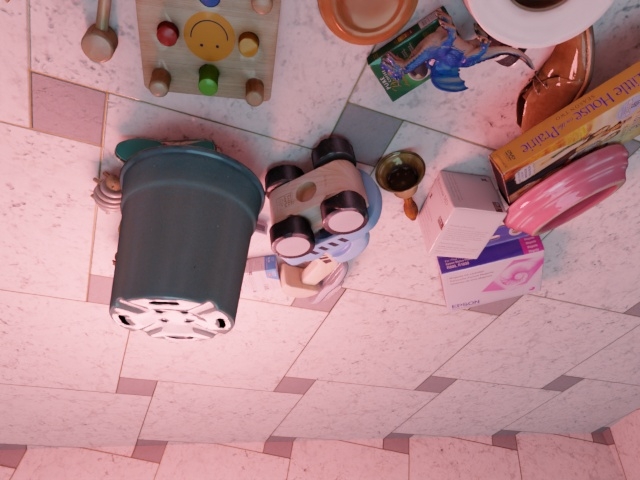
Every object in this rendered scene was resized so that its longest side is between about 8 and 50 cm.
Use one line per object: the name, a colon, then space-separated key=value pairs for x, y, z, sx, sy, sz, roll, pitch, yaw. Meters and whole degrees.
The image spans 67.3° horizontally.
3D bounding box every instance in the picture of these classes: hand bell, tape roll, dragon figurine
hand bell: x=0.233 y=-0.117 z=1.284 sx=0.126 sy=0.126 sz=0.242 roll=-17 pitch=148 yaw=11
tape roll: x=0.358 y=-0.463 z=0.801 sx=0.246 sy=0.169 sz=0.246 roll=5 pitch=122 yaw=8
dragon figurine: x=0.263 y=-0.355 z=0.957 sx=0.289 sy=0.085 sz=0.144 roll=10 pitch=136 yaw=-15

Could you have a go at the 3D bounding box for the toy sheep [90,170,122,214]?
toy sheep: x=-0.518 y=-0.112 z=1.188 sx=0.091 sy=0.091 sz=0.132 roll=12 pitch=140 yaw=-20

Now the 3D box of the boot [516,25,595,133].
boot: x=0.508 y=-0.348 z=1.050 sx=0.115 sy=0.112 sz=0.305 roll=-4 pitch=141 yaw=7

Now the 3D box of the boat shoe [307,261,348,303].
boat shoe: x=0.035 y=0.125 z=1.537 sx=0.076 sy=0.083 sz=0.226 roll=0 pitch=148 yaw=-36

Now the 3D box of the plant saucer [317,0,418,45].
plant saucer: x=0.094 y=-0.465 z=0.914 sx=0.200 sy=0.037 sz=0.200 roll=-4 pitch=138 yaw=-4

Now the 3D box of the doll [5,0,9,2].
doll: x=-0.609 y=-0.481 z=0.797 sx=0.189 sy=0.046 sz=0.129 roll=31 pitch=125 yaw=-34

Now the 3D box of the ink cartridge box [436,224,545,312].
ink cartridge box: x=0.553 y=0.093 z=1.566 sx=0.324 sy=0.071 sz=0.330 roll=-15 pitch=139 yaw=10

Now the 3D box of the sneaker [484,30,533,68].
sneaker: x=0.396 y=-0.446 z=0.941 sx=0.121 sy=0.079 sz=0.217 roll=10 pitch=136 yaw=-19

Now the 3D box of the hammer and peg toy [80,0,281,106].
hammer and peg toy: x=-0.259 y=-0.391 z=0.880 sx=0.361 sy=0.127 sz=0.266 roll=4 pitch=137 yaw=-11

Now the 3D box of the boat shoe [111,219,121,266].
boat shoe: x=-0.527 y=0.049 z=1.357 sx=0.104 sy=0.110 sz=0.307 roll=13 pitch=124 yaw=-16

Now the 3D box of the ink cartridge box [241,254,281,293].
ink cartridge box: x=-0.217 y=0.109 z=1.485 sx=0.180 sy=0.060 sz=0.104 roll=-8 pitch=139 yaw=1

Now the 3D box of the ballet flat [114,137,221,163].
ballet flat: x=-0.352 y=-0.192 z=1.128 sx=0.241 sy=0.091 sz=0.077 roll=1 pitch=163 yaw=-3

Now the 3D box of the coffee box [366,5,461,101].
coffee box: x=0.201 y=-0.387 z=1.009 sx=0.184 sy=0.040 sz=0.113 roll=-30 pitch=133 yaw=23

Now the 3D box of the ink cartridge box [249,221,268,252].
ink cartridge box: x=-0.251 y=-0.013 z=1.377 sx=0.145 sy=0.045 sz=0.179 roll=17 pitch=150 yaw=-25

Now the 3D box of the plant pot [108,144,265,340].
plant pot: x=-0.301 y=0.026 z=1.070 sx=0.341 sy=0.334 sz=0.341 roll=0 pitch=149 yaw=0

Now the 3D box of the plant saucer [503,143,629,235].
plant saucer: x=0.635 y=-0.111 z=1.232 sx=0.332 sy=0.084 sz=0.332 roll=-25 pitch=162 yaw=-9

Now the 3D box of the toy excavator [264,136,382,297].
toy excavator: x=0.000 y=0.000 z=1.307 sx=0.433 sy=0.222 sz=0.445 roll=-24 pitch=144 yaw=20

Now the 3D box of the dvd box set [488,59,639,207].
dvd box set: x=0.598 y=-0.238 z=1.089 sx=0.420 sy=0.062 sz=0.308 roll=-32 pitch=158 yaw=15

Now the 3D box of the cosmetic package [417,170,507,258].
cosmetic package: x=0.375 y=-0.067 z=1.302 sx=0.151 sy=0.151 sz=0.183 roll=5 pitch=136 yaw=-12
